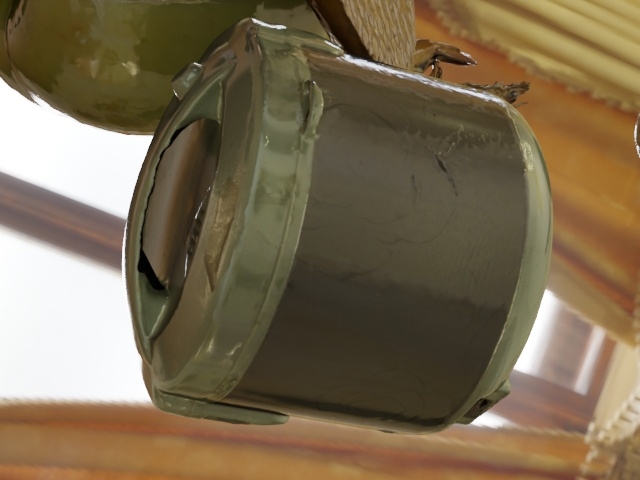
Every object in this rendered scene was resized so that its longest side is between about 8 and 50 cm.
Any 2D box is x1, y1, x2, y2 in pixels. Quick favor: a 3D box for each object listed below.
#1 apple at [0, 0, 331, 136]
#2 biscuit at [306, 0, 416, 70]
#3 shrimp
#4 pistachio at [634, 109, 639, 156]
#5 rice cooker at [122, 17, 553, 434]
[{"bbox_3d":[-0.144,-0.252,1.116,0.311,0.360,0.320,-35,-105,53],"label":"apple"},{"bbox_3d":[0.019,-0.252,0.958,0.262,0.037,0.262,-13,90,-70],"label":"biscuit"},{"bbox_3d":[0.215,-0.251,1.906,0.068,0.248,0.150,124,-30,-80],"label":"shrimp"},{"bbox_3d":[0.421,-0.151,1.199,0.229,0.157,0.157,-55,-164,46],"label":"pistachio"},{"bbox_3d":[-0.003,-0.001,0.863,0.288,0.277,0.288,-169,-90,-70],"label":"rice cooker"}]
